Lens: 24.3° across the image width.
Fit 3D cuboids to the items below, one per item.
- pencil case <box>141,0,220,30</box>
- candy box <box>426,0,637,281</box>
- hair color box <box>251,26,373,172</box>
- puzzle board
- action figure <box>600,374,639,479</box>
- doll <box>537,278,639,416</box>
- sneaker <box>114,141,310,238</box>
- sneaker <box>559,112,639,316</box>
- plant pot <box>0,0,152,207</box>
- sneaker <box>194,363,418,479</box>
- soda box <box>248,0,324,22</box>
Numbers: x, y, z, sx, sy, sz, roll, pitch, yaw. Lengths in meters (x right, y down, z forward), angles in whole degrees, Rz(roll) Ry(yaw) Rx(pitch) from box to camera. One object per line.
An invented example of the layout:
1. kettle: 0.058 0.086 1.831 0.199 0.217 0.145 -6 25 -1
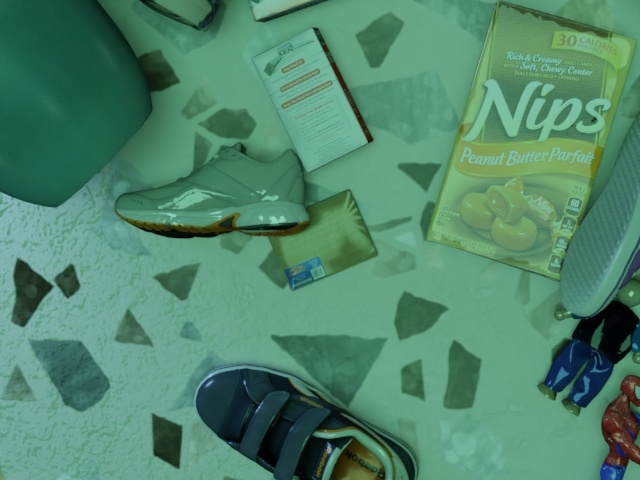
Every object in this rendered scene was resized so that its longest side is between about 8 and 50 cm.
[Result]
1. pencil case: -0.126 -0.462 1.873 0.183 0.160 0.410 39 103 35
2. candy box: 0.266 -0.127 1.882 0.182 0.087 0.316 17 99 5
3. hair color box: -0.010 -0.184 1.938 0.093 0.053 0.167 -25 93 12
4. puzzle board: 0.000 0.000 1.978 0.128 0.011 0.096 -23 93 11
5. action figure: 0.410 0.315 1.907 0.139 0.091 0.280 9 99 14
6. doll: 0.355 0.129 1.917 0.129 0.046 0.189 34 100 3
7. sneaker: -0.142 -0.068 1.962 0.262 0.099 0.121 0 80 8
8. sneaker: 0.416 -0.010 1.832 0.161 0.102 0.282 31 86 -27
9. plant pot: -0.357 -0.185 1.885 0.293 0.293 0.235 -43 102 11
10. sneaker: -0.025 0.259 1.953 0.321 0.127 0.126 21 100 8
11. soda box: -0.006 -0.339 1.918 0.183 0.058 0.063 -18 93 10
